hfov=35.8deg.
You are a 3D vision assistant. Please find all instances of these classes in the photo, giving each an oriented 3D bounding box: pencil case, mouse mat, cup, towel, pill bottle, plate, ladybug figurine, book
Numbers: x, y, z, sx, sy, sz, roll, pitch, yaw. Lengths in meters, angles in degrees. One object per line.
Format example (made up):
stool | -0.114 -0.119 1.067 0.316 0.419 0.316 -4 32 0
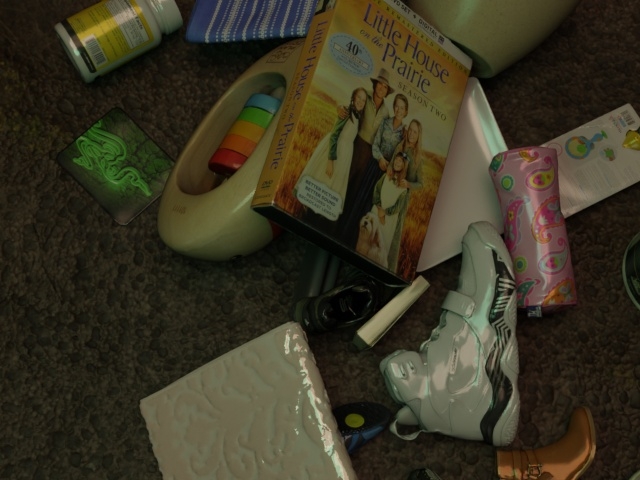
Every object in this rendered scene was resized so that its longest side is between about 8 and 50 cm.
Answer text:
pencil case | 0.355 -0.014 1.659 0.124 0.124 0.284 -6 85 -3
mouse mat | -0.358 -0.134 1.766 0.189 0.007 0.152 43 76 13
cup | 0.282 -0.427 1.730 0.331 0.331 0.237 27 85 7
towel | -0.067 -0.454 1.757 0.336 0.040 0.243 0 57 22
pill bottle | -0.361 -0.382 1.788 0.208 0.119 0.119 -31 75 -11
plate | 0.208 -0.115 1.704 0.277 0.045 0.278 -23 89 -25
towel | -0.105 0.336 1.522 0.317 0.053 0.332 -29 71 21
ladybug figurine | -0.093 -0.145 1.657 0.162 0.305 0.449 43 72 -34
book | 0.114 0.121 1.644 0.144 0.096 0.035 -44 85 -13

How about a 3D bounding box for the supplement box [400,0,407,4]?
supplement box | 0.149 -0.492 1.875 0.083 0.043 0.055 30 72 8

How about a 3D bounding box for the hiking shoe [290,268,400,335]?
hiking shoe | 0.067 0.098 1.613 0.227 0.114 0.086 -27 102 -34

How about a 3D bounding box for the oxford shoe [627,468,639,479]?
oxford shoe | 0.691 0.390 1.555 0.449 0.130 0.169 -7 74 -2

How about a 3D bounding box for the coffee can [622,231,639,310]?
coffee can | 0.628 0.017 1.596 0.201 0.275 0.202 0 72 -1

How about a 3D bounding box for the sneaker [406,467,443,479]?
sneaker | 0.267 0.475 1.529 0.343 0.134 0.146 44 69 3

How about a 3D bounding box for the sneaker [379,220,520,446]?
sneaker | 0.204 0.150 1.599 0.210 0.137 0.366 -1 83 -3

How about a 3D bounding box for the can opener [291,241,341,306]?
can opener | 0.000 0.000 1.706 0.093 0.074 0.280 -4 66 34

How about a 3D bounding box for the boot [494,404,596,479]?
boot | 0.358 0.350 1.590 0.152 0.073 0.197 9 69 6

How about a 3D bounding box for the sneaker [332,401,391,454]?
sneaker | 0.021 0.329 1.600 0.209 0.082 0.069 -22 38 -24

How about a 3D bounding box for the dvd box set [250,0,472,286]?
dvd box set | 0.080 -0.176 1.559 0.307 0.062 0.420 30 68 -34

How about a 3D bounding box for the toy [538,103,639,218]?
toy | 0.479 -0.132 1.757 0.237 0.056 0.137 -27 73 -3
